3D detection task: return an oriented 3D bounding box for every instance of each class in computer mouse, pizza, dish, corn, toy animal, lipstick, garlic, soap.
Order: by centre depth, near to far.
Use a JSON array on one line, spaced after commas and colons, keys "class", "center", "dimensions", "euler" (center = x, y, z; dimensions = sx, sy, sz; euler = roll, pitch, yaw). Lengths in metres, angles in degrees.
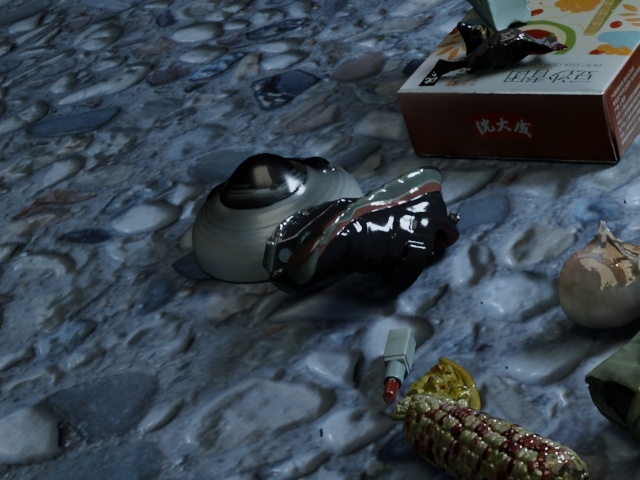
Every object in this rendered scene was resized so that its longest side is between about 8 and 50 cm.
[{"class": "corn", "center": [0.178, 0.230, 1.543], "dimensions": [0.086, 0.086, 0.253], "euler": [-36, 34, -26]}, {"class": "pizza", "center": [0.133, 0.187, 1.697], "dimensions": [0.108, 0.026, 0.123], "euler": [-24, 31, -5]}, {"class": "garlic", "center": [0.377, 0.048, 1.723], "dimensions": [0.174, 0.099, 0.124], "euler": [-8, 47, 18]}, {"class": "lipstick", "center": [0.093, 0.159, 1.758], "dimensions": [0.030, 0.030, 0.129], "euler": [-8, 32, 17]}, {"class": "computer mouse", "center": [0.000, 0.000, 1.998], "dimensions": [0.192, 0.106, 0.062], "euler": [-28, 24, -19]}, {"class": "toy animal", "center": [0.275, -0.285, 2.122], "dimensions": [0.202, 0.070, 0.105], "euler": [3, 50, 31]}, {"class": "dish", "center": [-0.077, -0.069, 2.126], "dimensions": [0.273, 0.134, 0.273], "euler": [-14, 29, 8]}, {"class": "soap", "center": [0.266, -0.423, 2.277], "dimensions": [0.066, 0.119, 0.198], "euler": [-21, 30, -2]}]

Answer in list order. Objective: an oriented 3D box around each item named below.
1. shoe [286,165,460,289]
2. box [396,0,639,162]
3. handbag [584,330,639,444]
[{"class": "shoe", "center": [0.078, 0.009, 1.914], "dimensions": [0.291, 0.137, 0.114], "euler": [-28, -7, -34]}, {"class": "box", "center": [0.365, -0.278, 2.224], "dimensions": [0.344, 0.122, 0.385], "euler": [5, 38, 35]}, {"class": "handbag", "center": [0.452, 0.154, 1.491], "dimensions": [0.253, 0.109, 0.316], "euler": [-33, 38, -15]}]
